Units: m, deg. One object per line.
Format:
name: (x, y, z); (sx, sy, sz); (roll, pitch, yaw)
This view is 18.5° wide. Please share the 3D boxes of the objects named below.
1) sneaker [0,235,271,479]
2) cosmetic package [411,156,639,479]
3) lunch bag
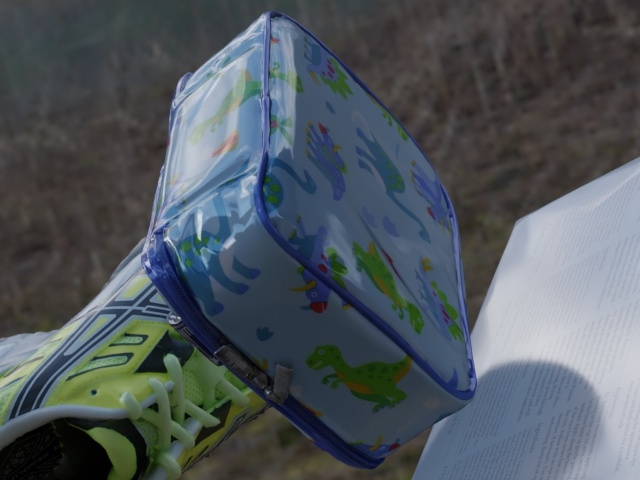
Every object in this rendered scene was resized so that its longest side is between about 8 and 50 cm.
sneaker: (-0.087, 0.086, 1.174); (0.385, 0.145, 0.147); (-35, 27, -7)
cosmetic package: (0.201, 0.065, 1.094); (0.284, 0.097, 0.377); (-32, 18, 36)
lunch bag: (0.000, 0.000, 0.994); (0.090, 0.176, 0.219); (-36, 28, 23)
